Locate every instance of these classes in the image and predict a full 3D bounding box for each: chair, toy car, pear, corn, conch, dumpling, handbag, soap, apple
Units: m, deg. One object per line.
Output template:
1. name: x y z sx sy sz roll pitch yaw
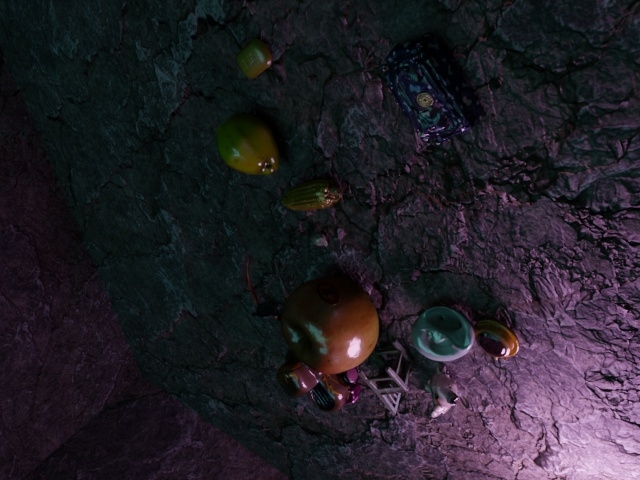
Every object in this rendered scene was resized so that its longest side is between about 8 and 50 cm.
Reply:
1. chair: 0.268 0.493 1.976 0.147 0.136 0.270 -17 122 36
2. toy car: -0.017 0.573 2.252 0.341 0.240 0.271 51 144 1
3. pear: -0.225 -0.296 1.740 0.220 0.187 0.187 53 143 5
4. corn: -0.030 -0.146 1.759 0.261 0.097 0.097 -4 119 49
5. conch: 0.384 0.282 1.704 0.221 0.121 0.185 -14 112 42
6. dumpling: 0.000 0.001 1.902 0.059 0.043 0.077 41 145 -28
7. handbag: 0.254 -0.346 1.293 0.260 0.113 0.162 52 150 -17
8. soap: -0.198 -0.535 1.621 0.140 0.045 0.089 -17 113 50
9. apple: 0.044 0.282 1.902 0.338 0.304 0.339 35 138 38

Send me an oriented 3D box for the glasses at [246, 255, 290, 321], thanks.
1. glasses: -0.220 0.201 2.228 0.234 0.118 0.269 3 124 45

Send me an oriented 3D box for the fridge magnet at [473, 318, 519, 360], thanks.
1. fridge magnet: 0.518 0.294 1.631 0.143 0.063 0.143 28 142 25

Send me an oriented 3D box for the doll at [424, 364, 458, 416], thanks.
1. doll: 0.422 0.528 1.894 0.095 0.149 0.192 -3 142 -4
